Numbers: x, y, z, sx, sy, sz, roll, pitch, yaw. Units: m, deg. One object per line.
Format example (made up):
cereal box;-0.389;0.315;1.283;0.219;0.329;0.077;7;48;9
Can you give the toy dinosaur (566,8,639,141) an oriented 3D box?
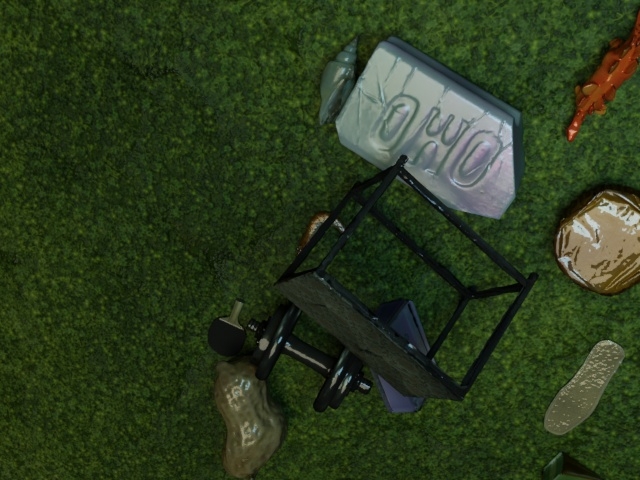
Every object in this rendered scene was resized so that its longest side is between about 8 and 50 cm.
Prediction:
toy dinosaur;0.488;-0.285;1.280;0.070;0.117;0.288;28;119;4

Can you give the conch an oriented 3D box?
conch;0.042;-0.293;1.426;0.088;0.065;0.180;34;112;42

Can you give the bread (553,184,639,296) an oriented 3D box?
bread;0.523;-0.004;1.392;0.199;0.104;0.199;5;108;15

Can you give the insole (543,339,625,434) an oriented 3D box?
insole;0.535;0.304;1.562;0.081;0.011;0.248;26;116;5

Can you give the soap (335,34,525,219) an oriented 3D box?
soap;0.215;-0.193;1.396;0.347;0.115;0.208;32;117;1

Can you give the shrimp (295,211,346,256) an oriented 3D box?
shrimp;0.000;0.000;1.585;0.091;0.025;0.127;42;113;-5

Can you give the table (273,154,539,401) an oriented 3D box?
table;0.150;0.073;1.379;0.335;0.272;0.222;41;159;-10

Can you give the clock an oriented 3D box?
clock;0.163;0.234;1.566;0.073;0.144;0.193;-13;107;33

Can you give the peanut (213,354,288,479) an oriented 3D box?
peanut;-0.155;0.394;1.731;0.159;0.143;0.291;-9;106;-17

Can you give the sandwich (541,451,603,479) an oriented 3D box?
sandwich;0.532;0.516;1.614;0.116;0.074;0.074;34;117;1

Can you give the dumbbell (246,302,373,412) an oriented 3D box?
dumbbell;-0.022;0.238;1.598;0.289;0.192;0.192;28;116;4

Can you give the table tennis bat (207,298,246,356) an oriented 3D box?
table tennis bat;-0.204;0.197;1.730;0.087;0.013;0.157;26;117;5
